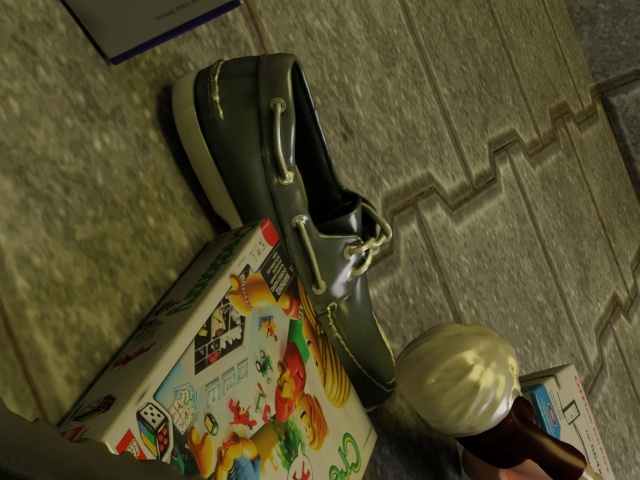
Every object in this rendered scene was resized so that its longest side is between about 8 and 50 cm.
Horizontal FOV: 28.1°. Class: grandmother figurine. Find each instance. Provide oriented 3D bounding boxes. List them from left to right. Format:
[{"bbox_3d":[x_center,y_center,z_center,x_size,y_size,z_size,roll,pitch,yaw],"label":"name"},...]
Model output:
[{"bbox_3d":[0.145,0.159,1.071,0.104,0.207,0.342,-62,150,-13],"label":"grandmother figurine"}]

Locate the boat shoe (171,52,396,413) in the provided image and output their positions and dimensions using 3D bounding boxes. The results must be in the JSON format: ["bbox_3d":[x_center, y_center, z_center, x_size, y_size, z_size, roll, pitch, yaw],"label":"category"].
[{"bbox_3d":[0.000,0.000,0.980,0.319,0.099,0.116,62,20,-23],"label":"boat shoe"}]

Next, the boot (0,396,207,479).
[{"bbox_3d":[-0.123,0.276,0.398,0.367,0.146,0.445,36,35,-39],"label":"boot"}]

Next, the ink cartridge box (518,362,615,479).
[{"bbox_3d":[0.235,0.221,1.356,0.203,0.085,0.148,-10,80,-67],"label":"ink cartridge box"}]

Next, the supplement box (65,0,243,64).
[{"bbox_3d":[-0.113,-0.245,0.914,0.114,0.111,0.220,55,26,-31],"label":"supplement box"}]

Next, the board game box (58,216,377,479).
[{"bbox_3d":[-0.054,0.131,0.810,0.193,0.053,0.305,64,23,-16],"label":"board game box"}]
